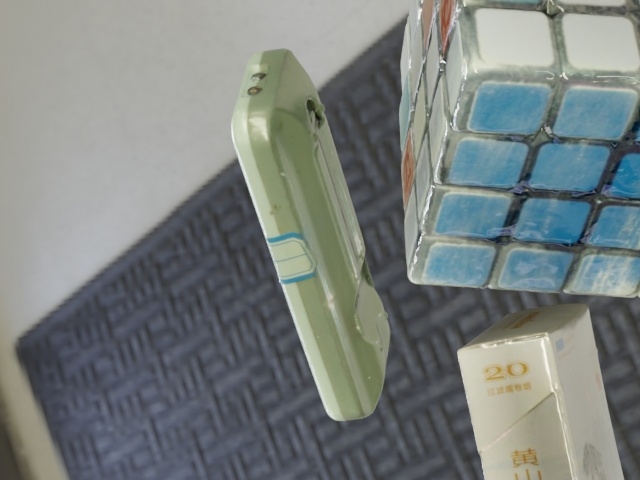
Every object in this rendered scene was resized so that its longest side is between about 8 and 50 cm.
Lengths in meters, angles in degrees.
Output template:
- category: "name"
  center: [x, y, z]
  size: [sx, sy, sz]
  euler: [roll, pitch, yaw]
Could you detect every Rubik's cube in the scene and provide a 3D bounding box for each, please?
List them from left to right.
- category: "Rubik's cube"
  center: [0.201, -0.128, 1.279]
  size: [0.259, 0.256, 0.253]
  euler: [99, 172, -51]

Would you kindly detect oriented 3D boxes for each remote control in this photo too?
- category: "remote control"
  center: [0.000, 0.000, 1.432]
  size: [0.066, 0.128, 0.335]
  euler: [-9, 127, 13]

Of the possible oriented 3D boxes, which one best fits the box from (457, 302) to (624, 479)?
- category: "box"
  center: [0.158, 0.165, 1.099]
  size: [0.067, 0.149, 0.233]
  euler: [-11, 91, 17]
